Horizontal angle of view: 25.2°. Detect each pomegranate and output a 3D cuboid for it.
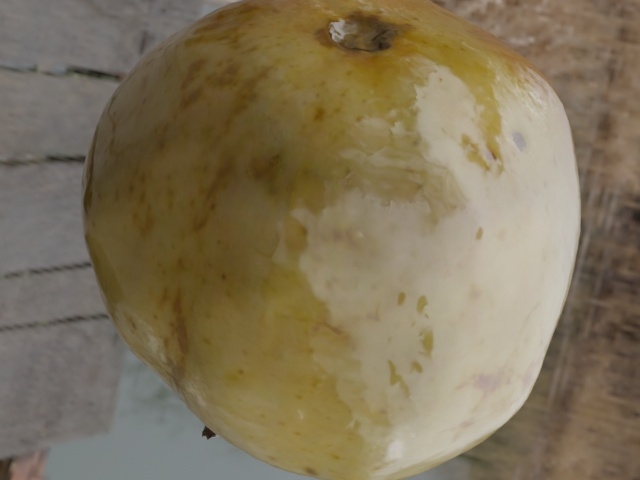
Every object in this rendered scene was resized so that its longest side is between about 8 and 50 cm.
[{"bbox_3d":[0.000,0.000,0.931,0.342,0.342,0.342,14,90,-76],"label":"pomegranate"}]
